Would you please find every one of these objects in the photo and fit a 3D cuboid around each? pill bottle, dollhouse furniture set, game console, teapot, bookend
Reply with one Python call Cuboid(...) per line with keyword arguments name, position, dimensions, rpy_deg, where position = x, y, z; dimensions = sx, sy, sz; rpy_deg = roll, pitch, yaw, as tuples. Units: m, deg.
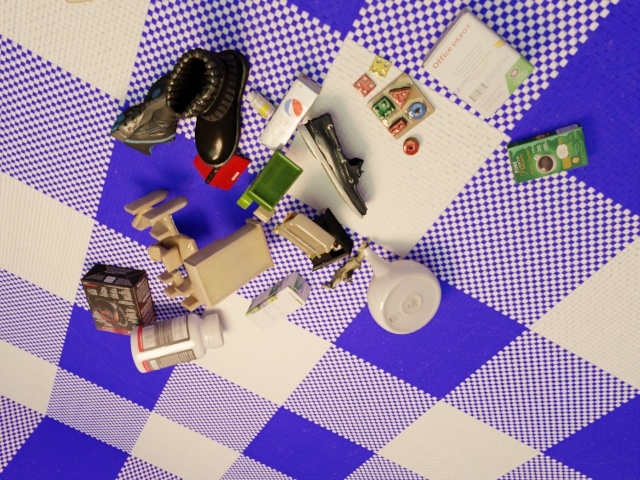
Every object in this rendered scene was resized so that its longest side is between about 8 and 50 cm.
Cuboid(name="pill bottle", position=(-0.167, -0.382, 1.324), dimensions=(0.083, 0.043, 0.043), rpy_deg=(39, 123, -13))
Cuboid(name="dollhouse furniture set", position=(-0.075, -0.096, 1.412), dimensions=(0.301, 0.151, 0.197), rpy_deg=(37, 162, -11))
Cuboid(name="game console", position=(-0.309, -0.244, 1.470), dimensions=(0.124, 0.085, 0.144), rpy_deg=(16, 133, -37))
Cuboid(name="teapot", position=(0.251, 0.164, 1.519), dimensions=(0.252, 0.187, 0.256), rpy_deg=(2, 110, -22))
Cuboid(name="bookend", position=(0.000, 0.000, 1.526), dimensions=(0.156, 0.072, 0.157), rpy_deg=(-24, 114, 27))
Cuboid(name="pill bottle", position=(-0.539, 0.380, 1.799), dimensions=(0.318, 0.176, 0.176), rpy_deg=(-12, 123, -9))
Cuboid(name="dollhouse furniture set", position=(-0.386, 0.025, 1.550), dimensions=(0.394, 0.256, 0.362), rpy_deg=(20, 134, 43))

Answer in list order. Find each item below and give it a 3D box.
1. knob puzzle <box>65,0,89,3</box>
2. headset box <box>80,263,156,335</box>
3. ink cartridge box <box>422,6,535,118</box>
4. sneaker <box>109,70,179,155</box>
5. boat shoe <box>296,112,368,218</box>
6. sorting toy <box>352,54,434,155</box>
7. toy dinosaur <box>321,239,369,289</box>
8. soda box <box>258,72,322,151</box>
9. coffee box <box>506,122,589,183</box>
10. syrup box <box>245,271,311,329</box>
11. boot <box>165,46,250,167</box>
Cuboid(name="knob puzzle", position=(-0.646, -0.712, 1.222), dimensions=(0.213, 0.030, 0.213), rpy_deg=(6, 125, 9))
Cuboid(name="headset box", position=(-0.785, 0.250, 1.855), dimensions=(0.217, 0.110, 0.293), rpy_deg=(7, 125, 8))
Cuboid(name="ink cartridge box", position=(0.375, -0.427, 1.137), dimensions=(0.212, 0.093, 0.154), rpy_deg=(33, 124, -11))
Cuboid(name="sneaker", position=(-0.456, -0.372, 1.374), dimensions=(0.340, 0.125, 0.139), rpy_deg=(-24, 136, 29))
Cuboid(name="boat shoe", position=(0.067, -0.212, 1.343), dimensions=(0.113, 0.127, 0.340), rpy_deg=(-35, 113, 3))
Cuboid(name="sorting toy", position=(0.207, -0.356, 1.253), dimensions=(0.132, 0.046, 0.274), rpy_deg=(-34, 110, 30))
Cuboid(name="toy dinosaur", position=(0.074, 0.112, 1.557), dimensions=(0.064, 0.118, 0.268), rpy_deg=(42, 122, -4))
Cuboid(name="soda box", position=(-0.085, -0.351, 1.311), dimensions=(0.073, 0.069, 0.216), rpy_deg=(33, 125, -11))
Cuboid(name="coffee box", position=(0.600, -0.229, 1.250), dimensions=(0.184, 0.040, 0.113), rpy_deg=(-16, 118, 22))
Cuboid(name="syrup box", position=(-0.153, 0.220, 1.698), dimensions=(0.236, 0.093, 0.096), rpy_deg=(-36, 109, 30))
Cuboid(name="boot", position=(-0.301, -0.330, 1.232), dimensions=(0.131, 0.260, 0.348), rpy_deg=(16, 117, 4))
